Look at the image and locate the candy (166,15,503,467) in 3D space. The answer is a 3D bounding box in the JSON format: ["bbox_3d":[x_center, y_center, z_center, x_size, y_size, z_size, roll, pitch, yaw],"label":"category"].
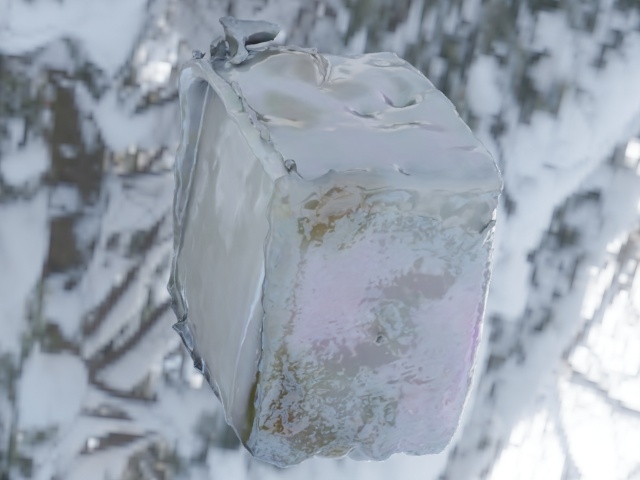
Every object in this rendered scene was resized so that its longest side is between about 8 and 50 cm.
[{"bbox_3d":[0.000,0.000,0.920,0.137,0.195,0.185,-5,-149,-21],"label":"candy"}]
